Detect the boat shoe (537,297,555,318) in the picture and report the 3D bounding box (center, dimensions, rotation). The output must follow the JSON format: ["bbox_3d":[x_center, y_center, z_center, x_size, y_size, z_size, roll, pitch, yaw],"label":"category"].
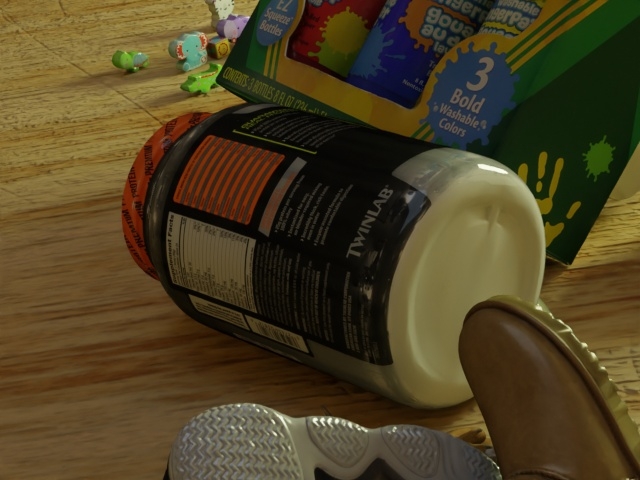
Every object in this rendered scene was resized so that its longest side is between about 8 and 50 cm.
[{"bbox_3d":[0.166,0.054,1.333,0.042,0.049,0.133,-40,37,4],"label":"boat shoe"}]

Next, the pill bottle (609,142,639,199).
[{"bbox_3d":[0.247,-0.095,1.532,0.087,0.087,0.160,-24,31,-24],"label":"pill bottle"}]

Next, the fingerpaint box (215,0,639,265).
[{"bbox_3d":[0.141,-0.233,1.528,0.445,0.163,0.371,31,92,51],"label":"fingerpaint box"}]

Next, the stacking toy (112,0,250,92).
[{"bbox_3d":[-0.139,-0.259,2.009,0.221,0.052,0.167,-31,34,-34],"label":"stacking toy"}]

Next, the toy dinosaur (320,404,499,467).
[{"bbox_3d":[0.094,0.161,1.155,0.211,0.064,0.112,0,3,11],"label":"toy dinosaur"}]

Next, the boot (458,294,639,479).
[{"bbox_3d":[0.088,0.168,0.960,0.269,0.089,0.236,-23,64,-36],"label":"boot"}]

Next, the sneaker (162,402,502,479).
[{"bbox_3d":[0.004,0.190,1.058,0.268,0.153,0.101,16,55,-22],"label":"sneaker"}]

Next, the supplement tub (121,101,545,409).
[{"bbox_3d":[0.000,0.000,1.310,0.338,0.207,0.207,19,39,42],"label":"supplement tub"}]
